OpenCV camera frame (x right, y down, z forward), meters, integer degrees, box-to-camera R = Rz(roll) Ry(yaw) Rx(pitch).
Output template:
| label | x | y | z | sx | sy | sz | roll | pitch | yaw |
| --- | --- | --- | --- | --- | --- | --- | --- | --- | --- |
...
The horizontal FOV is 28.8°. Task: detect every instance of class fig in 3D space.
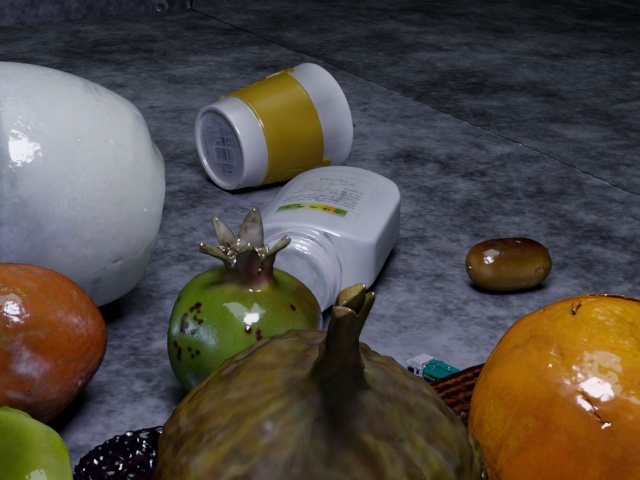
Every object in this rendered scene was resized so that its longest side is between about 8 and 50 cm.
| label | x | y | z | sx | sy | sz | roll | pitch | yaw |
| --- | --- | --- | --- | --- | --- | --- | --- | --- | --- |
| fig | 0.017 | 0.156 | 0.986 | 0.286 | 0.369 | 0.286 | 9 | 47 | -9 |

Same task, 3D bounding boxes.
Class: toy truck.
| label | x | y | z | sx | sy | sz | roll | pitch | yaw |
| --- | --- | --- | --- | --- | --- | --- | --- | --- | --- |
| toy truck | 0.134 | 0.158 | 1.427 | 0.083 | 0.044 | 0.039 | 22 | 26 | 39 |

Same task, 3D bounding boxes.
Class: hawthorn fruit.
| label | x | y | z | sx | sy | sz | roll | pitch | yaw |
| --- | --- | --- | --- | --- | --- | --- | --- | --- | --- |
| hawthorn fruit | -0.314 | 0.108 | 1.337 | 0.199 | 0.199 | 0.251 | 15 | 15 | 28 |

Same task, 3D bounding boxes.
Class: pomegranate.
| label | x | y | z | sx | sy | sz | roll | pitch | yaw |
| --- | --- | --- | --- | --- | --- | --- | --- | --- | --- |
| pomegranate | -0.080 | 0.079 | 1.367 | 0.181 | 0.224 | 0.181 | 5 | 30 | -3 |

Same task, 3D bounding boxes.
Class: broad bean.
| label | x | y | z | sx | sy | sz | roll | pitch | yaw |
| --- | --- | --- | --- | --- | --- | --- | --- | --- | --- |
| broad bean | -0.295 | 0.222 | 1.164 | 0.174 | 0.082 | 0.124 | 26 | 69 | 37 |

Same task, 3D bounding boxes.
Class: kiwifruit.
| label | x | y | z | sx | sy | sz | roll | pitch | yaw |
| --- | --- | --- | --- | --- | --- | --- | --- | --- | --- |
| kiwifruit | 0.257 | 0.033 | 1.712 | 0.124 | 0.075 | 0.075 | -3 | 23 | -21 |

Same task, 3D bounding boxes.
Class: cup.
| label | x | y | z | sx | sy | sz | roll | pitch | yaw |
| --- | --- | --- | --- | --- | --- | --- | --- | --- | --- |
| cup | -0.093 | -0.175 | 2.099 | 0.226 | 0.185 | 0.241 | -22 | -2 | -35 |

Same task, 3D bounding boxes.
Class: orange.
| label | x | y | z | sx | sy | sz | roll | pitch | yaw |
| --- | --- | --- | --- | --- | --- | --- | --- | --- | --- |
| orange | 0.271 | 0.181 | 1.121 | 0.283 | 0.226 | 0.284 | 18 | 31 | -11 |

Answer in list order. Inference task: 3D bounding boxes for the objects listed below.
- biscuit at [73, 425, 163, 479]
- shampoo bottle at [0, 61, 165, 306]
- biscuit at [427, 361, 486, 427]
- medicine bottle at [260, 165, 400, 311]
| label | x | y | z | sx | sy | sz | roll | pitch | yaw |
| --- | --- | --- | --- | --- | --- | --- | --- | --- | --- |
| biscuit | -0.149 | 0.238 | 1.190 | 0.194 | 0.053 | 0.194 | 2 | 21 | -1 |
| shampoo bottle | -0.362 | -0.057 | 1.540 | 0.317 | 0.322 | 0.322 | -1 | 22 | -24 |
| biscuit | 0.209 | 0.178 | 1.299 | 0.388 | 0.107 | 0.073 | -15 | 28 | -36 |
| medicine bottle | 0.000 | 0.000 | 1.703 | 0.179 | 0.124 | 0.324 | 7 | 21 | 12 |
